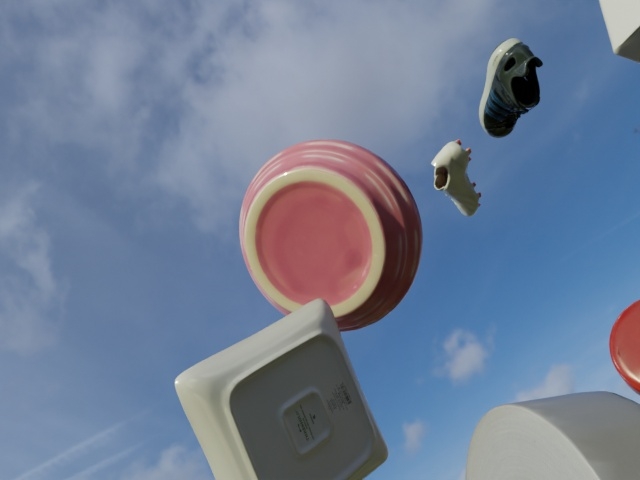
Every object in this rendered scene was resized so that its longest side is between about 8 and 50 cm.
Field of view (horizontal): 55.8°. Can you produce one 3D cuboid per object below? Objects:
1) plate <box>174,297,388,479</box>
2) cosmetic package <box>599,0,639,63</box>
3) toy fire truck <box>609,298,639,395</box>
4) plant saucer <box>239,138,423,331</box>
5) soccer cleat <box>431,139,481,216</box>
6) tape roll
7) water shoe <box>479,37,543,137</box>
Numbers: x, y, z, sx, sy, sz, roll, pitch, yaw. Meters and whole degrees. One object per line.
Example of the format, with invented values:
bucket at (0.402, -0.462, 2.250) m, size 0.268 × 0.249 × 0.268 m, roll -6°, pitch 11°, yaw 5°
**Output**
plate at (-0.029, 0.253, 0.843) m, size 0.278 × 0.278 × 0.045 m, roll -25°, pitch 4°, yaw -39°
cosmetic package at (0.332, -0.227, 0.454) m, size 0.223 × 0.225 × 0.138 m, roll 14°, pitch -34°, yaw -15°
toy fire truck at (0.383, 0.188, 0.505) m, size 0.253 × 0.302 × 0.169 m, roll 2°, pitch -28°, yaw 43°
plant saucer at (0.000, 0.000, 1.006) m, size 0.332 × 0.332 × 0.084 m, roll -45°, pitch -8°, yaw 24°
soccer cleat at (0.250, -0.106, 1.137) m, size 0.076 × 0.068 × 0.196 m, roll -36°, pitch -41°, yaw -6°
tape roll at (0.178, 0.215, 0.400) m, size 0.072 × 0.219 × 0.219 m, roll -5°, pitch -39°, yaw -14°
water shoe at (0.306, -0.224, 0.973) m, size 0.072 × 0.080 × 0.203 m, roll -32°, pitch -34°, yaw -7°
